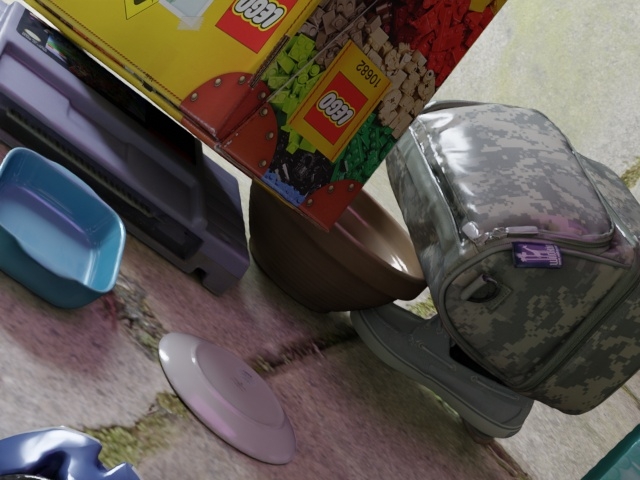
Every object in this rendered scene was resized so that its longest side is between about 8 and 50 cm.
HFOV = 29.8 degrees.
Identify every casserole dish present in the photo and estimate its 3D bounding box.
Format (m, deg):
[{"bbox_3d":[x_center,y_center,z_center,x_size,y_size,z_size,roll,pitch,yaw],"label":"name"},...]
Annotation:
[{"bbox_3d":[-0.205,-0.007,0.908,0.114,0.037,0.188,38,15,-18],"label":"casserole dish"}]

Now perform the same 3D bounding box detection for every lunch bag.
[{"bbox_3d":[0.201,0.002,1.247,0.256,0.212,0.305,27,26,-27],"label":"lunch bag"}]

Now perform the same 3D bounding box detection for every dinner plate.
[{"bbox_3d":[-0.068,0.119,0.950,0.141,0.017,0.141,41,13,-11],"label":"dinner plate"}]

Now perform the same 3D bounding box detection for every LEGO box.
[{"bbox_3d":[-0.078,-0.302,1.216,0.500,0.372,0.193,39,1,40],"label":"LEGO box"}]

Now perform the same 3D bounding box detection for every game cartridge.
[{"bbox_3d":[-0.218,-0.110,1.141,0.355,0.068,0.230,37,19,-21],"label":"game cartridge"}]

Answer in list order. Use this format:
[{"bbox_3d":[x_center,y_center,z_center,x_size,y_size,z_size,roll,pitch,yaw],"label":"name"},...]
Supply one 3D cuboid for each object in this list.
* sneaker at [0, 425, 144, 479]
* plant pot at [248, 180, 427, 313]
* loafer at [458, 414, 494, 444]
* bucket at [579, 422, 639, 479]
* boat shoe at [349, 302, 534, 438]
[{"bbox_3d":[-0.077,0.213,0.461,0.315,0.127,0.182,39,16,14],"label":"sneaker"},{"bbox_3d":[0.000,0.000,1.297,0.237,0.110,0.237,40,13,-11],"label":"plant pot"},{"bbox_3d":[0.174,0.188,1.357,0.045,0.039,0.125,13,36,-13],"label":"loafer"},{"bbox_3d":[0.284,0.262,0.981,0.183,0.281,0.281,45,14,15],"label":"bucket"},{"bbox_3d":[0.138,0.119,1.313,0.227,0.081,0.079,36,31,14],"label":"boat shoe"}]
